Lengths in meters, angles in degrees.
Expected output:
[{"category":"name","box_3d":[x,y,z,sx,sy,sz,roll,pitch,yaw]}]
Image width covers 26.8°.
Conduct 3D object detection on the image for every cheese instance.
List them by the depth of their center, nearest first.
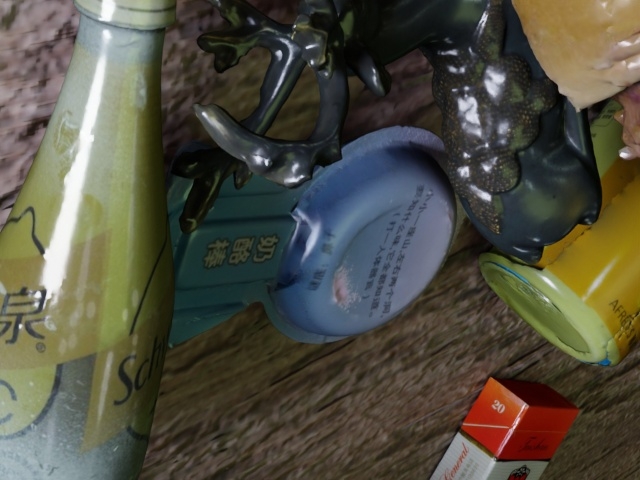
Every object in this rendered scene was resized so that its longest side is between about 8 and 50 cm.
[{"category":"cheese","box_3d":[0.000,0.000,0.712,0.244,0.052,0.135,-5,121,-47]}]

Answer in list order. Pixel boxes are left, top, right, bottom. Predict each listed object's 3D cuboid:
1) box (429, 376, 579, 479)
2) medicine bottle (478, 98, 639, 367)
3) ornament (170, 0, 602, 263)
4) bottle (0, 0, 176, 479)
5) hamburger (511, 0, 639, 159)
[{"category":"box","box_3d":[0.131,0.183,1.052,0.100,0.048,0.152,12,107,-57]},{"category":"medicine bottle","box_3d":[0.221,-0.036,0.897,0.239,0.124,0.124,-49,147,-6]},{"category":"ornament","box_3d":[0.032,-0.050,0.636,0.236,0.080,0.202,-30,113,-41]},{"category":"bottle","box_3d":[-0.098,0.008,0.565,0.083,0.083,0.270,-16,130,-44]},{"category":"hamburger","box_3d":[0.173,-0.210,0.614,0.155,0.282,0.245,-5,159,-31]}]
